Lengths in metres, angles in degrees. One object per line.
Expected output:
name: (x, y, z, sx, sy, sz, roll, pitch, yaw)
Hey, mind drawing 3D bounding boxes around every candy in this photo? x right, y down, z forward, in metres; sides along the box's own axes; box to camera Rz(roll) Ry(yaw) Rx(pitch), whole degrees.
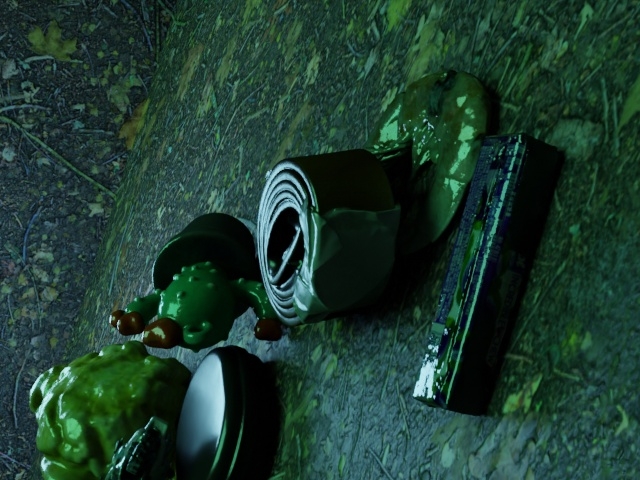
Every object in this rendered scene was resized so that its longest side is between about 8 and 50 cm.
candy: (0.179, 0.037, 1.168, 0.088, 0.061, 0.312, 8, 81, 68)

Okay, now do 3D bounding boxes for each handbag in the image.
handbag: (-0.161, 0.317, 1.753, 0.254, 0.093, 0.308, -62, 22, 27)

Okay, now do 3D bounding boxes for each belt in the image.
belt: (0.000, 0.000, 1.442, 0.339, 0.122, 0.217, 126, 132, -66)

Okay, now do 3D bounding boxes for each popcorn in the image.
popcorn: (-0.414, 0.333, 2.084, 0.294, 0.292, 0.334, -68, 15, 1)

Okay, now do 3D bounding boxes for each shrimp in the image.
shrimp: (0.113, -0.084, 1.438, 0.360, 0.085, 0.247, -40, 43, 49)

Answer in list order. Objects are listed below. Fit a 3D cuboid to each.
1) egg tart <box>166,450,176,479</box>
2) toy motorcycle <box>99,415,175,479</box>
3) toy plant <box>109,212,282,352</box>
egg tart: (-0.254, 0.428, 1.968, 0.105, 0.039, 0.105, -52, 28, 42)
toy motorcycle: (-0.298, 0.368, 1.795, 0.239, 0.108, 0.204, -45, 7, 32)
toy plant: (-0.192, 0.080, 1.851, 0.400, 0.279, 0.185, -82, 12, -71)
